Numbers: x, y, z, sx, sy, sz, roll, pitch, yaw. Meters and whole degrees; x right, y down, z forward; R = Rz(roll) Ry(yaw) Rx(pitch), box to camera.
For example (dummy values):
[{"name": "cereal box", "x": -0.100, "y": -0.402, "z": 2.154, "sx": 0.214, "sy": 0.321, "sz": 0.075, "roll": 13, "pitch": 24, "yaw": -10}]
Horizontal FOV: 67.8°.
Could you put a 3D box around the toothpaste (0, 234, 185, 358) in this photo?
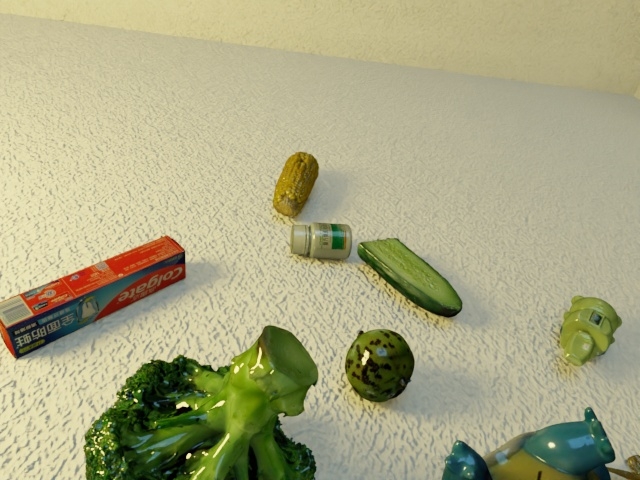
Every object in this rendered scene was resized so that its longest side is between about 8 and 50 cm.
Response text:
[{"name": "toothpaste", "x": -0.393, "y": 0.089, "z": 0.851, "sx": 0.066, "sy": 0.076, "sz": 0.320, "roll": 36, "pitch": 44, "yaw": 29}]

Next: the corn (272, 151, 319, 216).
[{"name": "corn", "x": -0.063, "y": -0.149, "z": 1.224, "sx": 0.097, "sy": 0.097, "sz": 0.262, "roll": 13, "pitch": 38, "yaw": 2}]

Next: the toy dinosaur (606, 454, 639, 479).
[{"name": "toy dinosaur", "x": 0.536, "y": 0.390, "z": 0.740, "sx": 0.161, "sy": 0.039, "sz": 0.126, "roll": -7, "pitch": 43, "yaw": -21}]

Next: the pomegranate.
[{"name": "pomegranate", "x": 0.091, "y": 0.201, "z": 0.810, "sx": 0.122, "sy": 0.122, "sz": 0.161, "roll": -7, "pitch": 18, "yaw": -23}]

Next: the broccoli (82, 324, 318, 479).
[{"name": "broccoli", "x": -0.108, "y": 0.238, "z": 0.581, "sx": 0.297, "sy": 0.297, "sz": 0.297, "roll": 39, "pitch": 18, "yaw": -16}]

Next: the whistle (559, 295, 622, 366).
[{"name": "whistle", "x": 0.539, "y": 0.184, "z": 0.963, "sx": 0.105, "sy": 0.085, "sz": 0.227, "roll": 32, "pitch": 41, "yaw": 25}]

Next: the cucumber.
[{"name": "cucumber", "x": 0.191, "y": 0.086, "z": 1.016, "sx": 0.115, "sy": 0.063, "sz": 0.244, "roll": -15, "pitch": 44, "yaw": -38}]

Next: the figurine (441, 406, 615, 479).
[{"name": "figurine", "x": 0.252, "y": 0.339, "z": 0.572, "sx": 0.416, "sy": 0.243, "sz": 0.298, "roll": -19, "pitch": 88, "yaw": -35}]

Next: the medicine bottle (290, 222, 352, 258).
[{"name": "medicine bottle", "x": 0.000, "y": 0.000, "z": 1.062, "sx": 0.130, "sy": 0.080, "sz": 0.080, "roll": 3, "pitch": 38, "yaw": -12}]
